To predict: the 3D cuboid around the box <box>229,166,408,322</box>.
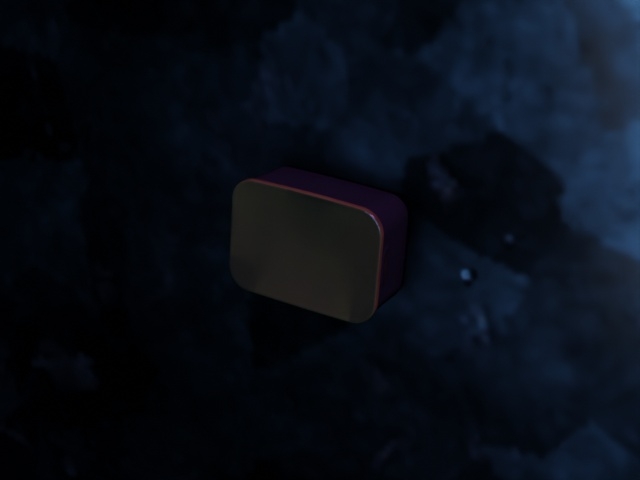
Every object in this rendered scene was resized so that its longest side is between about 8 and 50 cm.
[{"bbox_3d":[0.000,0.000,1.574,0.201,0.090,0.145,14,114,26],"label":"box"}]
